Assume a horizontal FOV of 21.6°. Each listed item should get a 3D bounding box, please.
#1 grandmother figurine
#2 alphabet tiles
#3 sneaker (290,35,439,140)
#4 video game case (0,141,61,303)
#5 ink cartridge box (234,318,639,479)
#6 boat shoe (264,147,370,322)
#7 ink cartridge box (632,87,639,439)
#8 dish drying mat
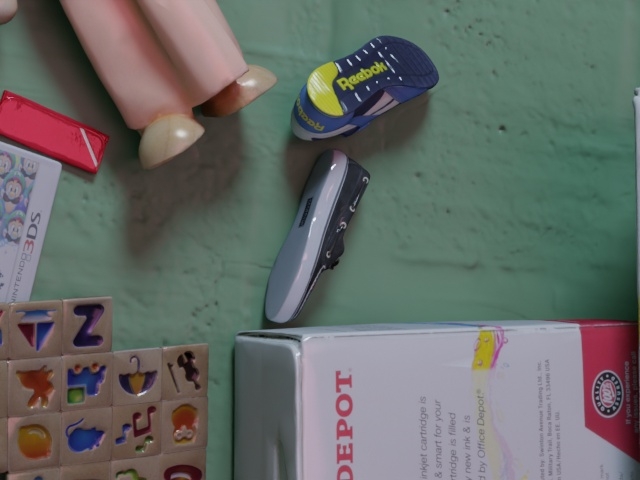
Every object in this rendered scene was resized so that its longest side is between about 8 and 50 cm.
[{"bbox_3d":[-0.159,-0.232,1.174,0.208,0.104,0.342,-41,108,-29],"label":"grandmother figurine"},{"bbox_3d":[-0.183,0.138,1.174,0.237,0.009,0.198,-3,98,-34],"label":"alphabet tiles"},{"bbox_3d":[0.031,-0.115,1.288,0.144,0.059,0.053,-22,70,-41],"label":"sneaker"},{"bbox_3d":[-0.254,-0.005,1.135,0.157,0.019,0.143,20,81,-46],"label":"video game case"},{"bbox_3d":[0.095,0.173,1.265,0.306,0.131,0.226,1,89,-24],"label":"ink cartridge box"},{"bbox_3d":[0.000,0.000,1.270,0.040,0.049,0.142,26,76,-23],"label":"boat shoe"},{"bbox_3d":[0.357,0.077,1.306,0.279,0.160,0.384,0,88,-63],"label":"ink cartridge box"},{"bbox_3d":[-0.193,-0.077,1.202,0.083,0.008,0.032,24,80,-23],"label":"dish drying mat"}]
